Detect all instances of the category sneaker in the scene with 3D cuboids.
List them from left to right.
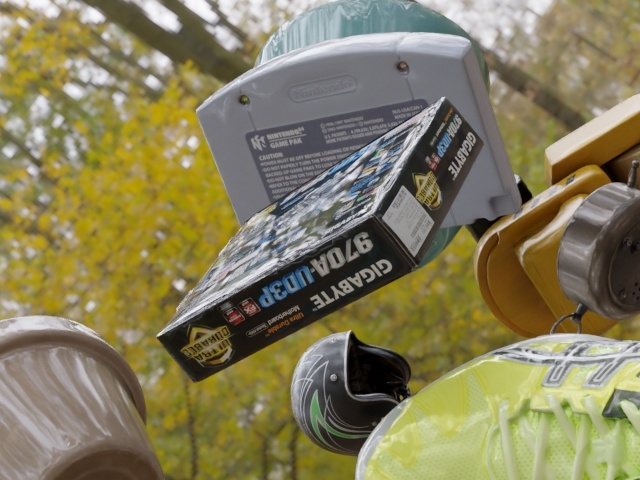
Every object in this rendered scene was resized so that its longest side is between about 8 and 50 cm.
[{"bbox_3d":[0.204,0.116,0.895,0.385,0.145,0.147,-14,-10,10],"label":"sneaker"}]

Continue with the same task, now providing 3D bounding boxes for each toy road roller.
[{"bbox_3d":[0.345,-0.006,1.705,0.330,0.202,0.240,-33,14,9],"label":"toy road roller"}]

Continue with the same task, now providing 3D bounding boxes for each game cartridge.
[{"bbox_3d":[0.031,-0.096,1.347,0.060,0.294,0.196,-55,-50,-50],"label":"game cartridge"}]

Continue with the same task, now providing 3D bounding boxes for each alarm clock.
[{"bbox_3d":[0.283,0.029,1.359,0.192,0.064,0.129,-54,-48,-4],"label":"alarm clock"}]

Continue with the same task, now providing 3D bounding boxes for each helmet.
[{"bbox_3d":[0.037,0.213,1.936,0.169,0.162,0.169,-158,90,-84],"label":"helmet"}]

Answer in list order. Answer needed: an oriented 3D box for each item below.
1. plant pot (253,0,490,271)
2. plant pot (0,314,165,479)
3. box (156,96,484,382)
[{"bbox_3d":[0.057,-0.098,1.633,0.293,0.293,0.235,109,168,-47],"label":"plant pot"},{"bbox_3d":[-0.270,0.234,1.442,0.263,0.229,0.263,-12,-67,-30],"label":"plant pot"},{"bbox_3d":[0.000,0.000,1.015,0.220,0.051,0.175,-30,16,35],"label":"box"}]
